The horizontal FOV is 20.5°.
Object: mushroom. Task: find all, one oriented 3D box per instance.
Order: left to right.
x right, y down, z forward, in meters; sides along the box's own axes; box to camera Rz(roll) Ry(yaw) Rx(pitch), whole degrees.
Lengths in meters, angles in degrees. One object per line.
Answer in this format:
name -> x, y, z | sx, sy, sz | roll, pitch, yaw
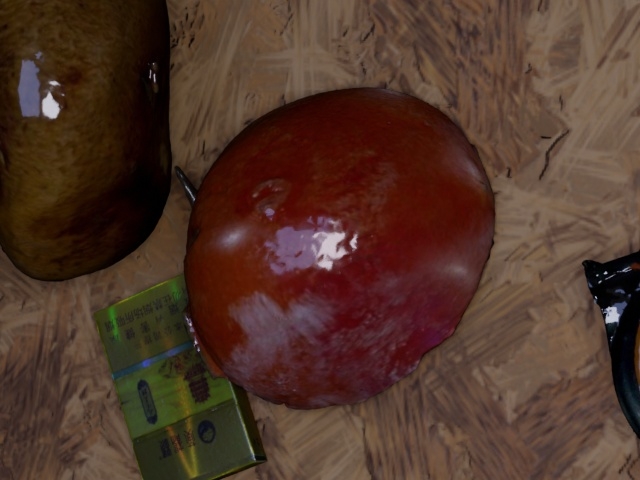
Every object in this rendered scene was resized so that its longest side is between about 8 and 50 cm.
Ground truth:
mushroom -> -0.266, -0.123, 1.616 | 0.260, 0.345, 0.345 | -2, 82, -8

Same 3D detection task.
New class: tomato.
tomato -> -0.005, 0.000, 1.551 | 0.309, 0.170, 0.309 | -2, 84, 26

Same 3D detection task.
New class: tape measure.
tape measure -> 0.330, 0.090, 1.412 | 0.202, 0.135, 0.222 | -21, 78, 11

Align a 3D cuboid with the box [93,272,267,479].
box -> -0.134, 0.138, 1.673 | 0.121, 0.030, 0.193 | -24, 74, 21
